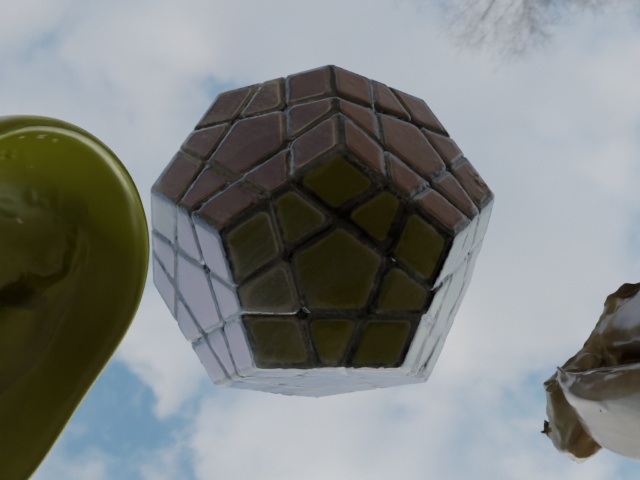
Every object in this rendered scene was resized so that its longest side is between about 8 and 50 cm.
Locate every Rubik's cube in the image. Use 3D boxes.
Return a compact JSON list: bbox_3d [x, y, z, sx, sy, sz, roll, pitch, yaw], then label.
[{"bbox_3d":[0.000,0.000,0.948,0.319,0.319,0.264,5,-107,-19],"label":"Rubik's cube"}]

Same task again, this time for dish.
[{"bbox_3d":[-0.229,0.042,0.650,0.108,0.221,0.262,19,-105,27],"label":"dish"}]

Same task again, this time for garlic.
[{"bbox_3d":[0.317,0.086,0.821,0.237,0.292,0.210,5,-105,-40],"label":"garlic"}]
